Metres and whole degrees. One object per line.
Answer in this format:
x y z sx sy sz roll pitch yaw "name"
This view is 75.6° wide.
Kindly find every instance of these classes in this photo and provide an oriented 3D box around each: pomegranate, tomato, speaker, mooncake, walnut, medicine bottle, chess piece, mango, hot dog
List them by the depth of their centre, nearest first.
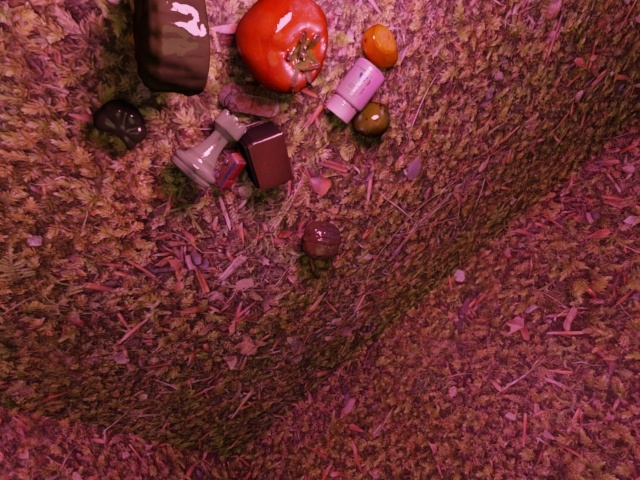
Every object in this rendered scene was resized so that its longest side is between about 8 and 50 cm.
-0.473 -0.641 1.289 0.194 0.356 0.357 -9 128 -27 "mooncake"
-0.723 -0.414 1.492 0.174 0.104 0.169 2 128 -28 "mooncake"
-0.134 -0.717 1.499 0.341 0.273 0.342 -29 143 -25 "tomato"
-0.433 -0.373 1.652 0.299 0.194 0.194 -49 134 0 "chess piece"
-0.282 -0.563 1.666 0.252 0.069 0.131 1 132 -28 "hot dog"
0.258 -0.822 1.767 0.217 0.102 0.141 22 88 -43 "mango"
-0.235 -0.366 1.784 0.192 0.153 0.231 -24 133 -12 "speaker"
0.147 -0.647 1.798 0.152 0.152 0.255 30 106 -42 "medicine bottle"
0.239 -0.582 1.908 0.179 0.179 0.210 11 87 -36 "pomegranate"
0.000 0.000 2.187 0.224 0.224 0.224 -16 131 -20 "walnut"

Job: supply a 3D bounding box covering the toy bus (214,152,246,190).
-0.390 -0.292 1.766 0.065 0.077 0.192 -8 151 -48 "toy bus"
